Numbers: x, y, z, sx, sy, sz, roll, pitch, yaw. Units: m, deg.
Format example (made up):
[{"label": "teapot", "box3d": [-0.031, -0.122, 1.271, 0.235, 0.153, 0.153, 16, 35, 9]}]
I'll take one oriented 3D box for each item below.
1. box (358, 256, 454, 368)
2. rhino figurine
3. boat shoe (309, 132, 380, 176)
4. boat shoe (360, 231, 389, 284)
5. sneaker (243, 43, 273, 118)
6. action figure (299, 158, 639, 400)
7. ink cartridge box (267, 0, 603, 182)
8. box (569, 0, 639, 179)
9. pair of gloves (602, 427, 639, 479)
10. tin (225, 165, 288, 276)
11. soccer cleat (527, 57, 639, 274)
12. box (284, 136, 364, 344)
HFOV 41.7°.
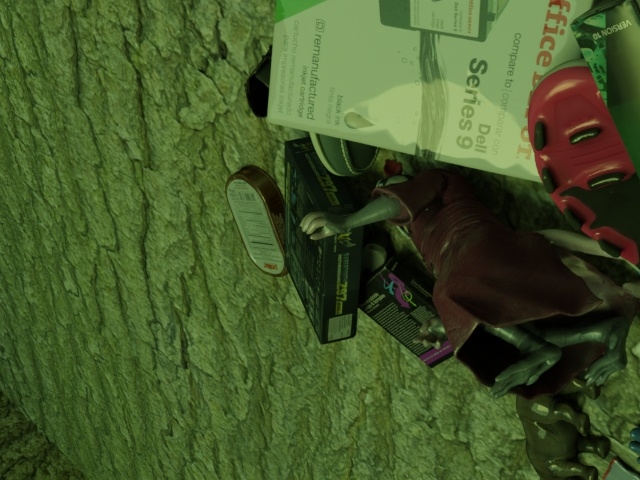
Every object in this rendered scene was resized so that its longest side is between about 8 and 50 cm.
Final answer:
[{"label": "box", "box3d": [0.128, 0.102, 1.166, 0.162, 0.029, 0.116, 39, 144, -5]}, {"label": "rhino figurine", "box3d": [0.312, 0.272, 1.088, 0.106, 0.073, 0.243, 10, 127, 40]}, {"label": "boat shoe", "box3d": [0.059, -0.202, 0.956, 0.099, 0.116, 0.319, 29, 131, 32]}, {"label": "boat shoe", "box3d": [0.067, 0.038, 1.205, 0.049, 0.040, 0.142, 26, 145, -1]}, {"label": "sneaker", "box3d": [-0.019, -0.240, 1.008, 0.083, 0.118, 0.222, 39, 142, 20]}, {"label": "action figure", "box3d": [0.168, 0.000, 0.937, 0.248, 0.276, 0.370, 39, -166, -46]}, {"label": "ink cartridge box", "box3d": [0.110, -0.194, 0.795, 0.289, 0.121, 0.211, 14, 115, 19]}, {"label": "box", "box3d": [0.330, -0.068, 0.653, 0.058, 0.232, 0.322, -18, 104, 51]}, {"label": "pair of gloves", "box3d": [0.431, 0.305, 1.023, 0.159, 0.023, 0.198, 37, 140, 23]}, {"label": "tin", "box3d": [-0.093, -0.027, 1.340, 0.106, 0.040, 0.189, 9, 125, 50]}, {"label": "soccer cleat", "box3d": [0.295, -0.043, 0.739, 0.116, 0.143, 0.331, -24, 118, 41]}, {"label": "box", "box3d": [0.000, 0.000, 1.168, 0.183, 0.059, 0.232, -118, 23, -46]}]
